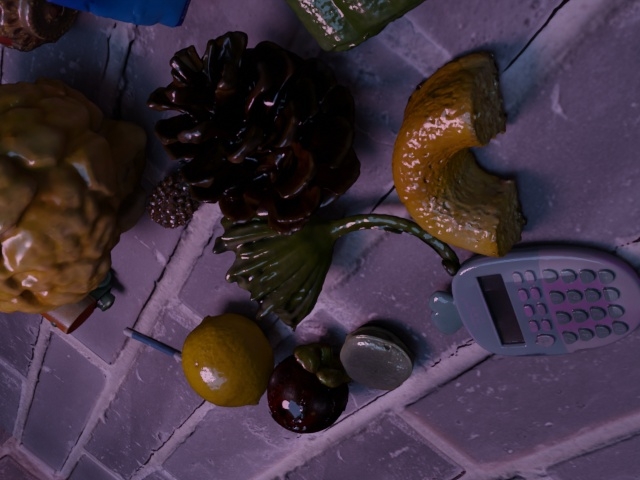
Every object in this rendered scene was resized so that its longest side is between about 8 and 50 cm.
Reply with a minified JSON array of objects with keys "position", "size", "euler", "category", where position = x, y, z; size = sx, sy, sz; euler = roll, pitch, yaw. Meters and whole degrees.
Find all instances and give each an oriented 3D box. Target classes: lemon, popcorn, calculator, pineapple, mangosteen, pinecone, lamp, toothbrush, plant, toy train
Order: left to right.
[{"position":[-0.495,-0.394,0.816],"size":[0.273,0.177,0.177],"euler":[29,134,5],"category":"lamp"},{"position":[-0.491,-0.075,0.925],"size":[0.344,0.354,0.390],"euler":[30,91,7],"category":"popcorn"},{"position":[-0.604,0.083,1.244],"size":[0.285,0.177,0.116],"euler":[39,136,-2],"category":"toy train"},{"position":[-0.369,0.269,1.360],"size":[0.275,0.025,0.019],"euler":[20,127,19],"category":"toothbrush"},{"position":[-0.238,-0.093,0.950],"size":[0.103,0.083,0.221],"euler":[44,132,-7],"category":"pineapple"},{"position":[-0.180,0.241,1.108],"size":[0.178,0.178,0.203],"euler":[-35,85,43],"category":"lemon"},{"position":[-0.075,-0.133,0.701],"size":[0.243,0.309,0.244],"euler":[-2,84,22],"category":"pinecone"},{"position":[-0.016,0.272,1.057],"size":[0.166,0.166,0.180],"euler":[30,111,8],"category":"mangosteen"},{"position":[0.011,-0.014,0.869],"size":[0.333,0.180,0.251],"euler":[-24,104,12],"category":"plant"},{"position":[0.296,0.090,0.801],"size":[0.298,0.041,0.186],"euler":[-11,117,34],"category":"calculator"}]

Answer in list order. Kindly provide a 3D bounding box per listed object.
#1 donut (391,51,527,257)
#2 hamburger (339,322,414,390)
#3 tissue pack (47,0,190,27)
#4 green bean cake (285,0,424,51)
[{"position":[0.161,-0.090,0.712],"size":[0.152,0.101,0.259],"euler":[2,129,37],"category":"donut"},{"position":[0.101,0.207,0.997],"size":[0.133,0.062,0.140],"euler":[30,133,3],"category":"hamburger"},{"position":[-0.218,-0.390,0.615],"size":[0.209,0.137,0.270],"euler":[5,144,-32],"category":"tissue pack"},{"position":[0.084,-0.296,0.491],"size":[0.222,0.248,0.125],"euler":[-24,122,41],"category":"green bean cake"}]
